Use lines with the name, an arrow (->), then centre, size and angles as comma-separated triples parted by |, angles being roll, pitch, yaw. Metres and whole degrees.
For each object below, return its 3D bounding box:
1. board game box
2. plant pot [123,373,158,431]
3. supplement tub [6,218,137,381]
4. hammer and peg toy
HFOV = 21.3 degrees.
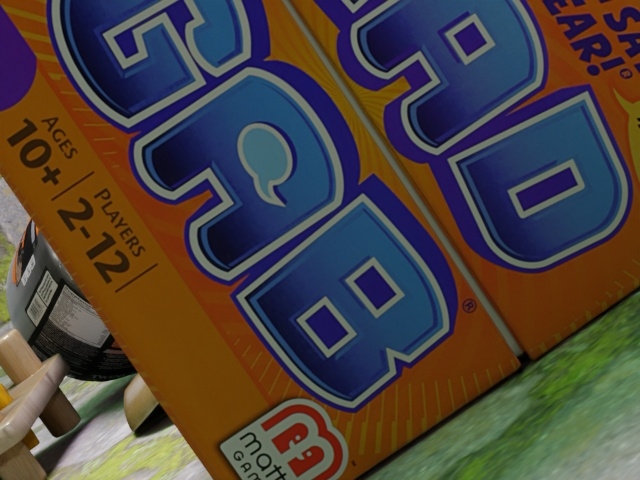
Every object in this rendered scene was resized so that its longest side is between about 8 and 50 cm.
board game box -> 0.000, -0.092, 1.084 | 0.356, 0.356, 0.356 | -34, 7, -1
plant pot -> -0.109, 0.074, 1.565 | 0.236, 0.032, 0.236 | -51, 1, 2
supplement tub -> -0.207, 0.011, 1.785 | 0.207, 0.207, 0.338 | -38, -5, -28
hammer and peg toy -> -0.422, 0.251, 1.716 | 0.361, 0.127, 0.266 | -33, 8, 8
